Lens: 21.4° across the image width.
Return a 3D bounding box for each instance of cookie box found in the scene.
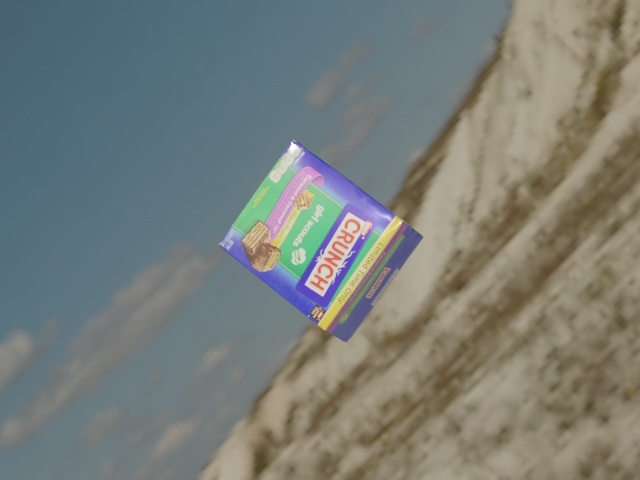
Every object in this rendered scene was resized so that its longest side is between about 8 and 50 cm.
[{"bbox_3d":[0.000,0.000,1.140,0.092,0.107,0.040,-55,-29,3],"label":"cookie box"}]
